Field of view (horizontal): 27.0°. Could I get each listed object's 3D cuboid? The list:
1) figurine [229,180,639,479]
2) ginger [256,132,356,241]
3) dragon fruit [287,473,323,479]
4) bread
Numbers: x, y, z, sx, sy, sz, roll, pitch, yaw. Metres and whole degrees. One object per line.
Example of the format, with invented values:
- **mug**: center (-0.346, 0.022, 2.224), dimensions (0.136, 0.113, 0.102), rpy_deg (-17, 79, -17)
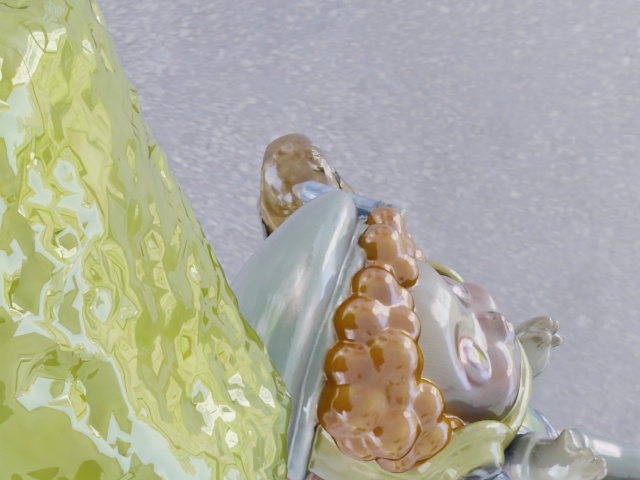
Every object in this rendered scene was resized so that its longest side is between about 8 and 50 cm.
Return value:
- **figurine**: center (0.085, 0.138, 0.943), dimensions (0.382, 0.224, 0.205), rpy_deg (39, 121, -16)
- **ginger**: center (0.000, 0.011, 1.375), dimensions (0.107, 0.309, 0.133), rpy_deg (-4, 63, 8)
- **dragon fruit**: center (0.052, 0.292, 1.394), dimensions (0.241, 0.241, 0.252), rpy_deg (21, 91, -19)
- **bread**: center (-0.193, 0.054, 0.642), dimensions (0.348, 0.348, 0.308), rpy_deg (-41, 114, -9)
